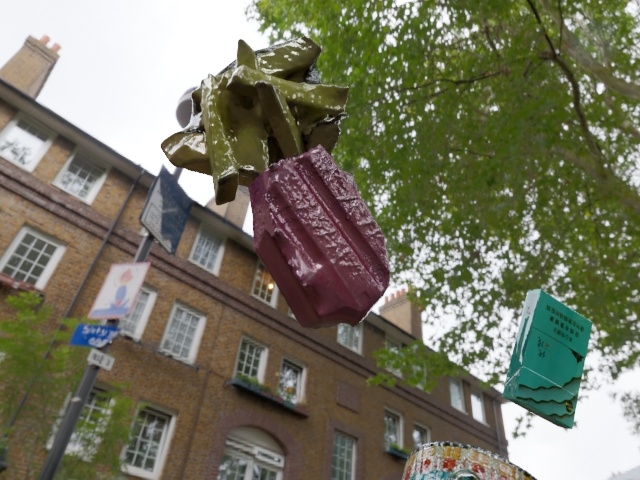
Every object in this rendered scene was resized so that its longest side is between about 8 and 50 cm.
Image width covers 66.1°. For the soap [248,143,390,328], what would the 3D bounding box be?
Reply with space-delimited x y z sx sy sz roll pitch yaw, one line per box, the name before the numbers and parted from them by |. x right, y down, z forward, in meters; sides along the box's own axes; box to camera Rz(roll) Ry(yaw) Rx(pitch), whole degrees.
soap | 0.000 0.000 0.914 0.324 0.220 0.127 57 -28 1

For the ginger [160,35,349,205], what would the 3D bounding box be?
ginger | -0.095 -0.236 1.041 0.413 0.211 0.358 -46 -70 -5

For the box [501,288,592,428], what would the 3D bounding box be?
box | 0.452 0.232 0.971 0.161 0.226 0.042 30 -21 -17

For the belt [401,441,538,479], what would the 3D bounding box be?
belt | 0.217 0.396 0.655 0.257 0.150 0.207 45 -50 -9
